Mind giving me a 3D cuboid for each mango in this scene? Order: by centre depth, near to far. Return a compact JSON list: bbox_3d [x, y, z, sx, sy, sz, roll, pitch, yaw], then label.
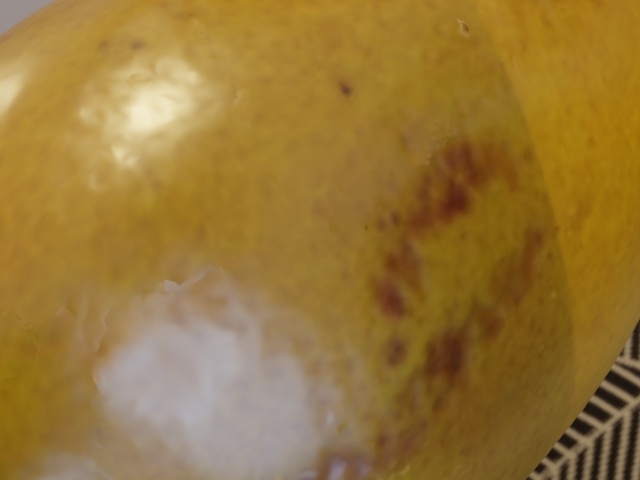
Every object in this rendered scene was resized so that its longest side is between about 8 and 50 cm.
[{"bbox_3d":[0.000,0.000,0.500,0.378,0.264,0.221,-37,29,-16],"label":"mango"}]
